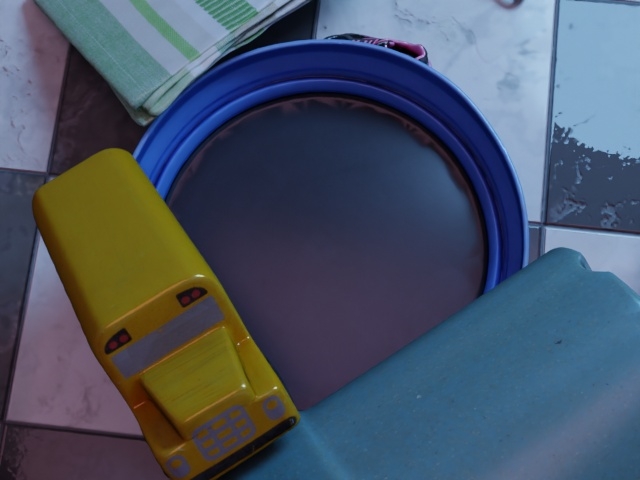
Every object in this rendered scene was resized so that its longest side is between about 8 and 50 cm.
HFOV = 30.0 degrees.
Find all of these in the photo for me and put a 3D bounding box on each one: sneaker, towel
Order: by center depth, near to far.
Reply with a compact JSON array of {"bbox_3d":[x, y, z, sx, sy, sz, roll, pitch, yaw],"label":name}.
[{"bbox_3d":[0.055,-0.190,1.204,0.119,0.057,0.047,10,77,5],"label":"sneaker"},{"bbox_3d":[-0.109,-0.278,1.204,0.325,0.038,0.248,-38,54,-7],"label":"towel"}]

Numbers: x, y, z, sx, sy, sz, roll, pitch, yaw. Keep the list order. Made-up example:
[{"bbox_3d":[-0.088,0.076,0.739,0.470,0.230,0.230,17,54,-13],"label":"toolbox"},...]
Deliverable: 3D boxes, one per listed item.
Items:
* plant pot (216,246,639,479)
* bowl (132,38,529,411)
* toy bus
[{"bbox_3d":[0.136,0.201,0.927,0.334,0.341,0.341,-39,77,-4],"label":"plant pot"},{"bbox_3d":[0.000,0.000,1.143,0.391,0.077,0.391,0,75,1],"label":"bowl"},{"bbox_3d":[-0.133,0.051,0.951,0.108,0.130,0.333,-31,33,-8],"label":"toy bus"}]
